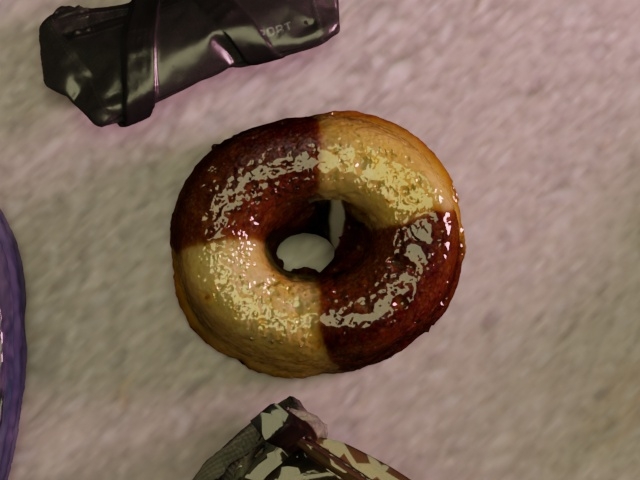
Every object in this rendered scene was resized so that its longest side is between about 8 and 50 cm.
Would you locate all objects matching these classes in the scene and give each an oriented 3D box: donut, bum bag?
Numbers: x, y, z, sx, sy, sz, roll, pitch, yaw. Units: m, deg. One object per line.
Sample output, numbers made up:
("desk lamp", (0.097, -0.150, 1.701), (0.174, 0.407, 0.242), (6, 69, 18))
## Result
("donut", (0.000, 0.000, 0.907), (0.184, 0.073, 0.166), (1, 85, -2))
("bum bag", (-0.075, -0.128, 0.931), (0.197, 0.049, 0.087), (-21, 61, -6))

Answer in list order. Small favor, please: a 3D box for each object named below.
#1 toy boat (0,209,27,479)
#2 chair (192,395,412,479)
("toy boat", (-0.239, 0.094, 0.875), (0.127, 0.078, 0.283), (11, 83, 1))
("chair", (-0.002, 0.179, 0.753), (0.186, 0.319, 0.160), (35, 83, 4))
